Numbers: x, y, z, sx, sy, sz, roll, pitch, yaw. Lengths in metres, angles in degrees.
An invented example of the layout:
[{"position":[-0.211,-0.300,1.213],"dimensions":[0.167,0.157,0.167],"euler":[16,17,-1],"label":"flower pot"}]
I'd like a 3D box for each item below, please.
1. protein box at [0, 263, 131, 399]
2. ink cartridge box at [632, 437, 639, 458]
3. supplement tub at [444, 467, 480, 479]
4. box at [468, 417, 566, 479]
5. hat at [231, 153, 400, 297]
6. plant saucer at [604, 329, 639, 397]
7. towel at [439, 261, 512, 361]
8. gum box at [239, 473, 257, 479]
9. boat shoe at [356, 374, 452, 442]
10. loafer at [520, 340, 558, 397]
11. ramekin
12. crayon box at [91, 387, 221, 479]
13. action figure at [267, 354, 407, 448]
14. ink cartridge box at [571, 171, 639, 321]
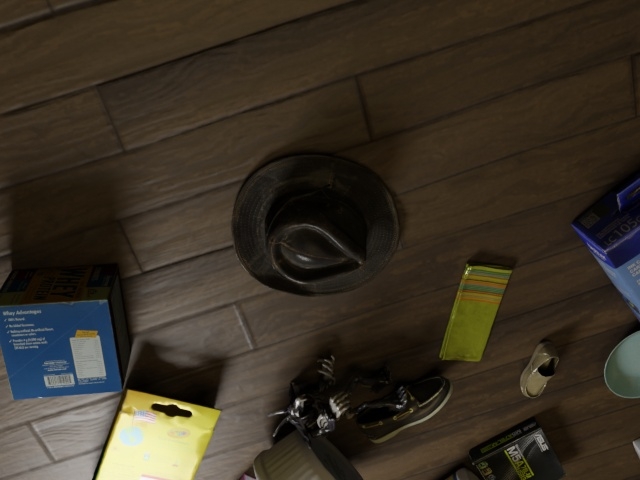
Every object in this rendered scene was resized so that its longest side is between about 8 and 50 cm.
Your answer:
[{"position":[-0.472,0.168,1.237],"dimensions":[0.199,0.136,0.201],"euler":[-3,116,-7],"label":"protein box"},{"position":[0.876,0.537,1.574],"dimensions":[0.160,0.219,0.093],"euler":[-31,113,5],"label":"ink cartridge box"},{"position":[0.309,0.656,1.582],"dimensions":[0.199,0.144,0.144],"euler":[-41,114,11],"label":"supplement tub"},{"position":[0.478,0.542,1.611],"dimensions":[0.184,0.045,0.191],"euler":[-28,117,8],"label":"box"},{"position":[0.000,0.000,1.233],"dimensions":[0.331,0.134,0.331],"euler":[-3,115,-7],"label":"hat"},{"position":[0.736,0.273,1.527],"dimensions":[0.194,0.037,0.195],"euler":[-4,115,-8],"label":"plant saucer"},{"position":[0.330,0.158,1.420],"dimensions":[0.102,0.021,0.237],"euler":[7,114,-11],"label":"towel"},{"position":[-0.137,0.630,1.547],"dimensions":[0.188,0.062,0.107],"euler":[31,107,-21],"label":"gum box"},{"position":[0.183,0.363,1.460],"dimensions":[0.227,0.081,0.069],"euler":[-37,119,12],"label":"boat shoe"},{"position":[0.492,0.298,1.494],"dimensions":[0.056,0.050,0.148],"euler":[4,114,-11],"label":"loafer"},{"position":[-0.005,0.521,1.414],"dimensions":[0.127,0.273,0.273],"euler":[-46,114,1],"label":"ramekin"},{"position":[-0.352,0.440,1.415],"dimensions":[0.202,0.081,0.319],"euler":[18,112,-17],"label":"crayon box"},{"position":[0.028,0.324,1.382],"dimensions":[0.275,0.164,0.141],"euler":[-10,129,-14],"label":"action figure"},{"position":[0.702,0.002,1.335],"dimensions":[0.270,0.151,0.395],"euler":[-39,113,10],"label":"ink cartridge box"}]
